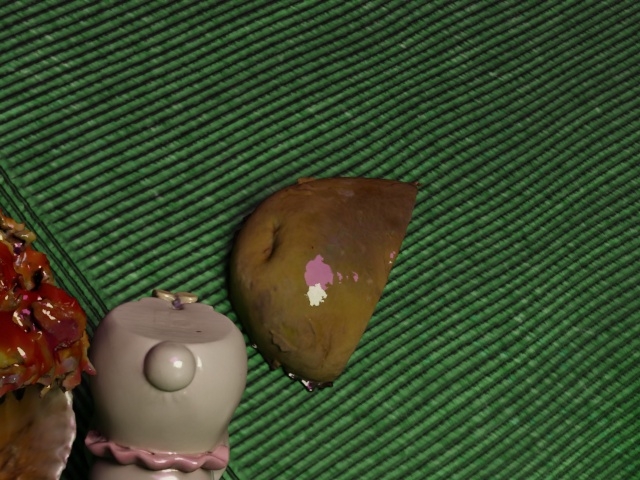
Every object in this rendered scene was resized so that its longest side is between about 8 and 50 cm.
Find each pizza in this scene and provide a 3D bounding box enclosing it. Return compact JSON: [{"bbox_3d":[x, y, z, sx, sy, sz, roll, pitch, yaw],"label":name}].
[{"bbox_3d":[-0.222,0.044,1.390,0.193,0.053,0.201,26,52,-51],"label":"pizza"}]

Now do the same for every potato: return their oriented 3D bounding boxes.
[{"bbox_3d":[0.000,0.000,1.733,0.138,0.098,0.243,27,49,-9],"label":"potato"}]

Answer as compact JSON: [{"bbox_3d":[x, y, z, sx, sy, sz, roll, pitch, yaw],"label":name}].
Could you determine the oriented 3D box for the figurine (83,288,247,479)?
[{"bbox_3d":[-0.132,0.170,1.522,0.127,0.235,0.155,4,18,-18],"label":"figurine"}]

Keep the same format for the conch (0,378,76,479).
[{"bbox_3d":[-0.336,0.112,1.412,0.297,0.210,0.352,-3,82,-40],"label":"conch"}]
